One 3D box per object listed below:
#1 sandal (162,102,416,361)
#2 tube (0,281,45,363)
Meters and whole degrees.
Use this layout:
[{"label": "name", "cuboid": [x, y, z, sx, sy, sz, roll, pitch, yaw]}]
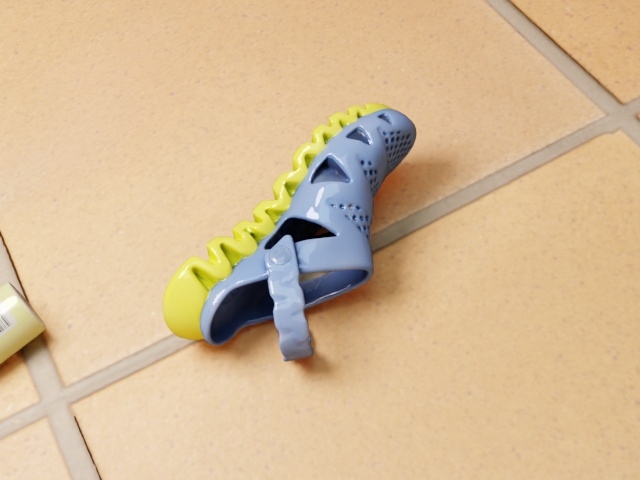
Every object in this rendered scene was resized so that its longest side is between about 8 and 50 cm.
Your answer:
[{"label": "sandal", "cuboid": [0.000, 0.000, 0.920, 0.138, 0.126, 0.317, 33, 72, 23]}, {"label": "tube", "cuboid": [-0.380, 0.134, 0.905, 0.240, 0.062, 0.070, -39, 15, -14]}]
